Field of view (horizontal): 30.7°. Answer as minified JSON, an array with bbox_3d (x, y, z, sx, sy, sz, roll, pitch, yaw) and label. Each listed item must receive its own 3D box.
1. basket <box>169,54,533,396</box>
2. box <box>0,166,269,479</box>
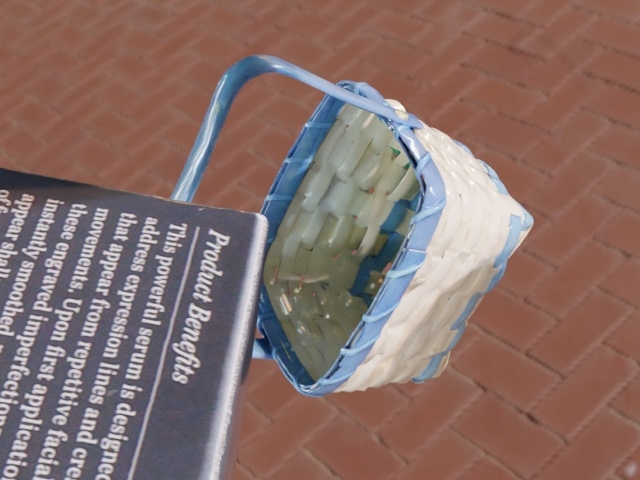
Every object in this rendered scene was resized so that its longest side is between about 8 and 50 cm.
[{"bbox_3d":[0.000,0.000,0.940,0.255,0.289,0.201,-59,43,22],"label":"basket"},{"bbox_3d":[-0.243,0.120,0.574,0.395,0.294,0.212,11,48,-1],"label":"box"}]
